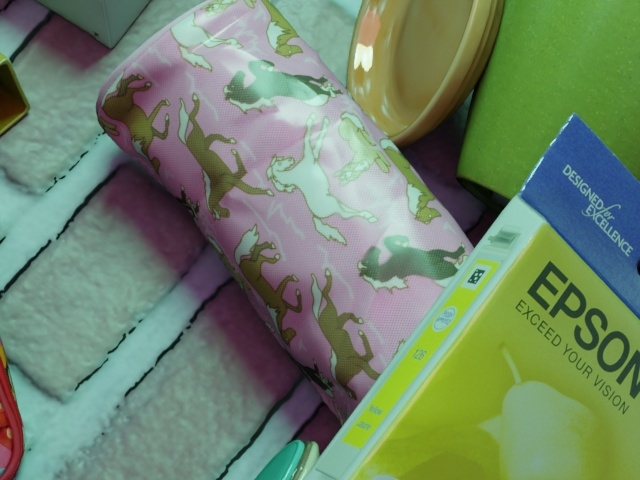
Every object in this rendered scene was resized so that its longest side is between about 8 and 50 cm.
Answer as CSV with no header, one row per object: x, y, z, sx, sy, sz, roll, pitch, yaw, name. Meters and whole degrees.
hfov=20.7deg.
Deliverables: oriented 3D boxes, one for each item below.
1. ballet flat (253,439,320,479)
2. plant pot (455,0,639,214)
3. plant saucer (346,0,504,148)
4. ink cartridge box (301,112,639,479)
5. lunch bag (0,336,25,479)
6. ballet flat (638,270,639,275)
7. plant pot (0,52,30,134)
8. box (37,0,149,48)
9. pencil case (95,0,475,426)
-0.062,0.255,1.230,0.086,0.086,0.248,37,75,10,ballet flat
0.234,-0.134,1.290,0.275,0.275,0.293,31,88,8,plant pot
0.082,-0.162,1.316,0.037,0.200,0.200,16,70,-23,plant saucer
0.185,0.129,1.158,0.303,0.072,0.307,43,79,-24,ink cartridge box
-0.359,0.128,1.224,0.293,0.120,0.258,-19,91,-8,lunch bag
0.244,0.119,1.271,0.124,0.116,0.342,40,74,-10,ballet flat
-0.286,-0.119,1.342,0.081,0.081,0.083,-42,69,-14,plant pot
-0.171,-0.264,1.386,0.130,0.091,0.170,32,73,8,box
0.000,0.000,1.267,0.167,0.160,0.386,-34,76,-9,pencil case
